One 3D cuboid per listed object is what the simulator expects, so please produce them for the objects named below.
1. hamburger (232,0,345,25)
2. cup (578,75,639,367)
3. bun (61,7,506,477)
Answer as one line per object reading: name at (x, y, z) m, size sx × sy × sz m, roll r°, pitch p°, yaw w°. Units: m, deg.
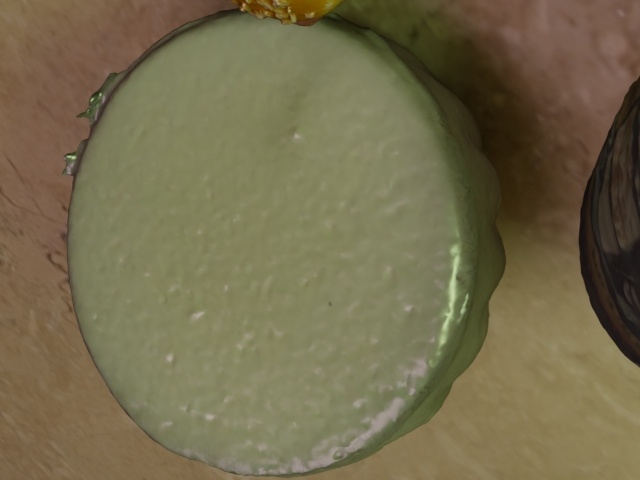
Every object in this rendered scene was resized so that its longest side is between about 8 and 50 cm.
hamburger at (-0.060, -0.188, 0.705) m, size 0.210 × 0.116 × 0.173 m, roll 41°, pitch -178°, yaw 6°
cup at (0.206, 0.014, 0.527) m, size 0.227 × 0.301 × 0.257 m, roll 26°, pitch 157°, yaw -9°
bun at (0.000, 0.000, 0.850) m, size 0.263 × 0.175 × 0.263 m, roll 0°, pitch 90°, yaw 31°
